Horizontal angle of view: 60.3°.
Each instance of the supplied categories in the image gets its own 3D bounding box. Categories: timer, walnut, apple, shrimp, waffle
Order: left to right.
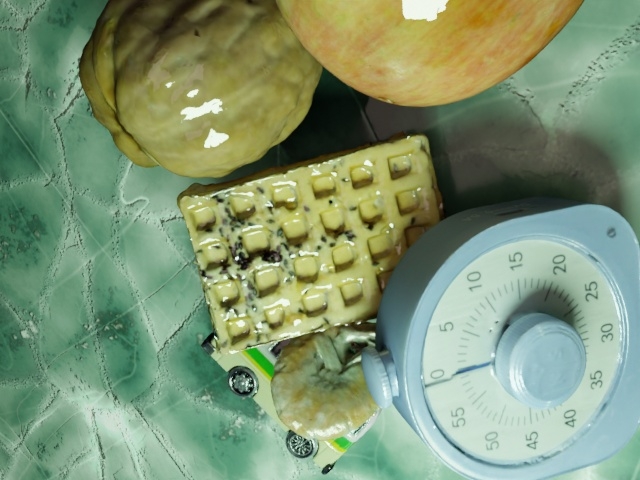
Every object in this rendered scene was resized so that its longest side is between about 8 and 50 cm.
[{"bbox_3d":[-0.153,-0.251,0.786,0.306,0.306,0.344,36,70,8],"label":"walnut"},{"bbox_3d":[0.000,0.000,0.819,0.376,0.114,0.260,-13,99,-4],"label":"waffle"},{"bbox_3d":[0.059,0.172,0.861,0.168,0.317,0.077,47,156,9],"label":"shrimp"},{"bbox_3d":[0.133,-0.365,0.610,0.346,0.391,0.391,-29,93,49],"label":"apple"},{"bbox_3d":[0.244,0.142,0.734,0.395,0.173,0.394,-3,101,-13],"label":"timer"}]

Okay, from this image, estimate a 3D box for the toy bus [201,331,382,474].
[{"bbox_3d":[-0.036,0.220,0.957,0.305,0.143,0.179,44,111,5],"label":"toy bus"}]
